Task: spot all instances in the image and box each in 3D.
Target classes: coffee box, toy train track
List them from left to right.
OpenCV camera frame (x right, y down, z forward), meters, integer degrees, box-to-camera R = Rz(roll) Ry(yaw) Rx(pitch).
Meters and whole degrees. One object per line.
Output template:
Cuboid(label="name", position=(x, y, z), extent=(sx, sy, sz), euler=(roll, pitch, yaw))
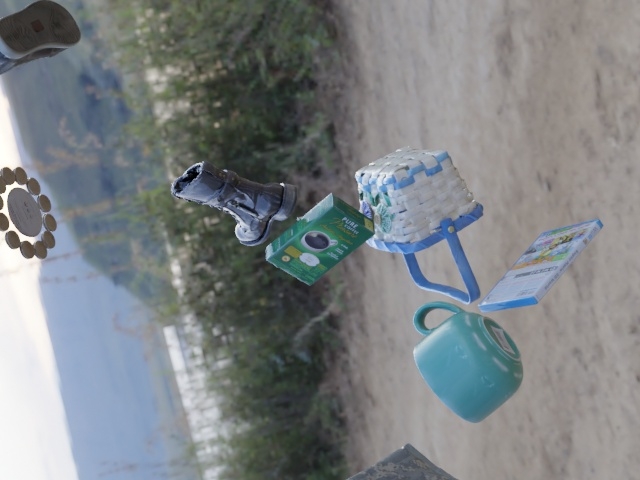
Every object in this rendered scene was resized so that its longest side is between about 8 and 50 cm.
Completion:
Cuboid(label="toy train track", position=(-0.011, -0.055, 2.335), extent=(0.014, 0.083, 0.048), euler=(-4, 101, 63))
Cuboid(label="coffee box", position=(0.000, 0.000, 1.984), extent=(0.184, 0.113, 0.040), euler=(-40, 34, 30))

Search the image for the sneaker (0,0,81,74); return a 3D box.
Cuboid(label="sneaker", position=(-0.470, -0.305, 1.658), extent=(0.083, 0.118, 0.222), euler=(61, -154, -5))

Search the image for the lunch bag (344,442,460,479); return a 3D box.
Cuboid(label="lunch bag", position=(0.094, 0.511, 1.704), extent=(0.169, 0.235, 0.287), euler=(31, 126, 38))

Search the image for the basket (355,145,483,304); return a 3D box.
Cuboid(label="basket", position=(0.191, -0.025, 2.036), extent=(0.289, 0.201, 0.255), euler=(63, 163, -14))

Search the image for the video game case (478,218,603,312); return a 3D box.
Cuboid(label="video game case", position=(0.300, 0.035, 1.464), extent=(0.015, 0.166, 0.119), euler=(51, 152, -11))

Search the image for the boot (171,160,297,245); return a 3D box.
Cuboid(label="boot", position=(-0.190, -0.082, 2.153), extent=(0.263, 0.229, 0.091), euler=(140, 138, -55))

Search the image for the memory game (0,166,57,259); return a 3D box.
Cuboid(label="memory game", position=(-0.551, -0.050, 1.988), extent=(0.186, 0.012, 0.186), euler=(52, -152, -42))

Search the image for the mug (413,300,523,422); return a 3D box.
Cuboid(label="mug", position=(0.191, 0.147, 1.391), extent=(0.158, 0.097, 0.129), euler=(46, -160, -3))
